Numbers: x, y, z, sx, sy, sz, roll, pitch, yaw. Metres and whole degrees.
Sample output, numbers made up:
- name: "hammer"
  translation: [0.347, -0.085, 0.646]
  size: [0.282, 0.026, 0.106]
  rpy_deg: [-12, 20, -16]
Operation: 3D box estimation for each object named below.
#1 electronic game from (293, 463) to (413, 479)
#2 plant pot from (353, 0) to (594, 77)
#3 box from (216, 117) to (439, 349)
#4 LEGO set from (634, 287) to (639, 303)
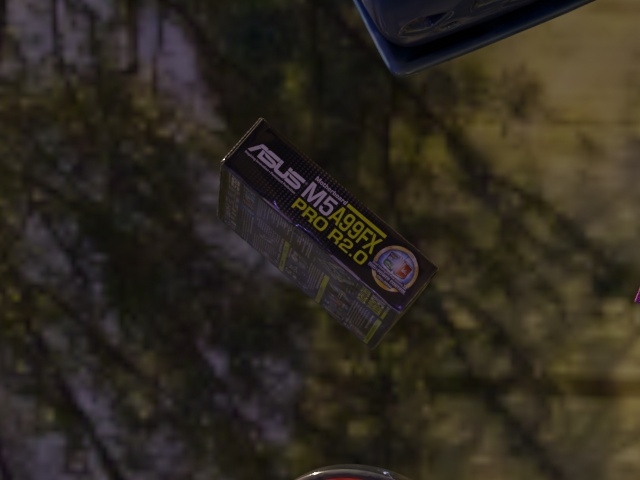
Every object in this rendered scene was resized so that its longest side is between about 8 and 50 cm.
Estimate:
- name: "electronic game"
  translation: [0.043, 0.296, 1.682]
  size: [0.048, 0.229, 0.229]
  rpy_deg: [-35, -52, -58]
- name: "plant pot"
  translation: [0.097, -0.251, 1.293]
  size: [0.212, 0.236, 0.236]
  rpy_deg: [81, 165, -72]
- name: "box"
  translation: [0.000, 0.000, 1.918]
  size: [0.060, 0.216, 0.270]
  rpy_deg: [-49, -4, -10]
- name: "LEGO set"
  translation: [0.333, -0.046, 1.538]
  size: [0.087, 0.093, 0.227]
  rpy_deg: [-42, -27, -64]
